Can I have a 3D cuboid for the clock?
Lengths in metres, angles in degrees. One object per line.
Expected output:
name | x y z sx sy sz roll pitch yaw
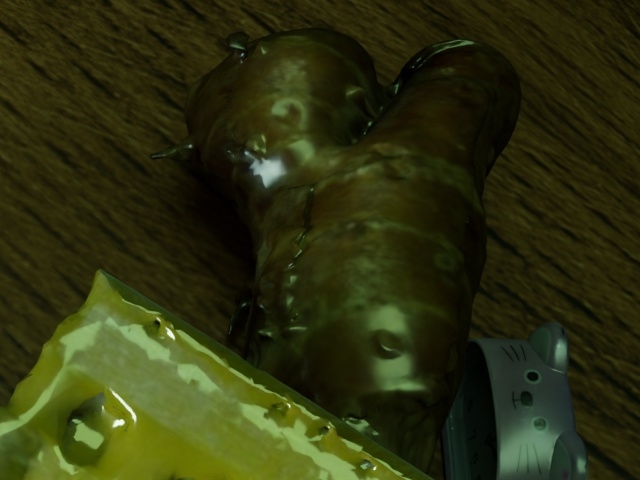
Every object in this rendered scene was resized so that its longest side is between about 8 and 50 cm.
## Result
clock | 0.123 0.126 0.925 0.050 0.110 0.153 10 50 -15

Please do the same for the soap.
soap | -0.057 0.221 0.698 0.335 0.156 0.293 30 77 7

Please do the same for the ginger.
ginger | 0.000 0.000 0.948 0.254 0.176 0.418 9 49 2
